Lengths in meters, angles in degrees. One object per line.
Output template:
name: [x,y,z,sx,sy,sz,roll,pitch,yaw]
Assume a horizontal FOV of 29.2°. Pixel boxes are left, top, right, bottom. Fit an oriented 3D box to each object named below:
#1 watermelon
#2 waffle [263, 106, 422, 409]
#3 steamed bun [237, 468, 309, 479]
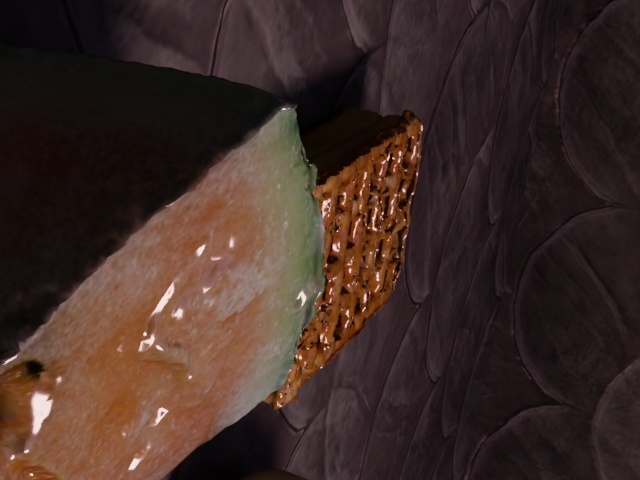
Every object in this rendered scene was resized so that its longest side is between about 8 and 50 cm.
watermelon: [-0.148,0.041,0.677,0.302,0.151,0.264,-40,149,-32]
waffle: [0.001,0.000,1.141,0.308,0.091,0.213,-39,140,-62]
steamed bun: [-0.034,0.391,1.110,0.352,0.247,0.339,35,70,-67]
